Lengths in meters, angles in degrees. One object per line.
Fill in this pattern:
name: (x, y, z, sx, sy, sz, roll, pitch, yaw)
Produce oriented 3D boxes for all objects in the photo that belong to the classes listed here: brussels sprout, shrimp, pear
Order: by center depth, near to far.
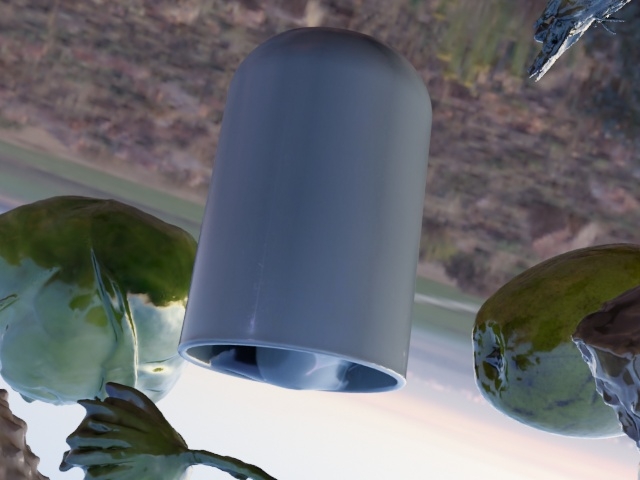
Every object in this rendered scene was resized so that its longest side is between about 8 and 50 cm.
pear: (0.350, 0.126, 1.518, 0.307, 0.253, 0.253, -5, -179, -16)
shrimp: (0.541, -0.397, 1.983, 0.272, 0.445, 0.085, 52, -163, 0)
brussels sprout: (-0.376, 0.103, 2.012, 0.425, 0.343, 0.361, 19, 149, -25)

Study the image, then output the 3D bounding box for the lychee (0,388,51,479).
lychee: (-0.412, 0.272, 1.015, 0.380, 0.380, 0.432, 18, 151, -2)

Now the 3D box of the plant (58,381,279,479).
plant: (-0.186, 0.288, 1.640, 0.333, 0.180, 0.251, -20, 112, 25)

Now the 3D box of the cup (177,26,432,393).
cup: (-0.006, -0.025, 1.097, 0.205, 0.312, 0.205, 8, 163, 2)

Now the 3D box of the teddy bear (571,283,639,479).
teddy bear: (0.309, 0.089, 0.800, 0.222, 0.296, 0.246, 43, -160, -7)
